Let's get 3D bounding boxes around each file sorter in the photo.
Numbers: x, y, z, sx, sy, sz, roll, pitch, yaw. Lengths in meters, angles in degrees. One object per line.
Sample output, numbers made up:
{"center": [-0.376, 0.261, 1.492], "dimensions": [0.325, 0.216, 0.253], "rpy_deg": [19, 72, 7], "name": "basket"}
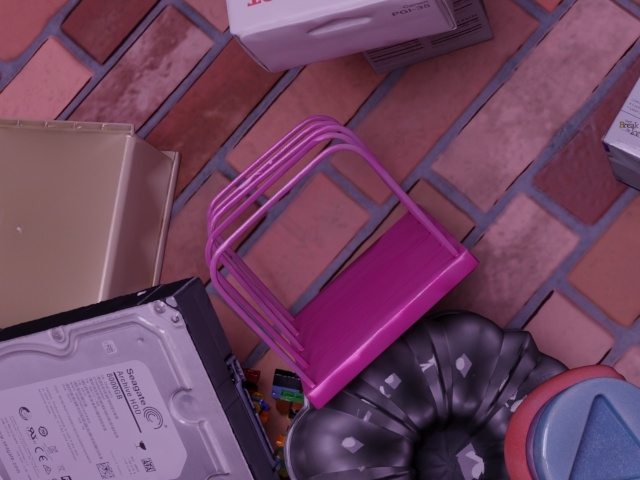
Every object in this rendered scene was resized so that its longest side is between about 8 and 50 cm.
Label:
{"center": [0.000, 0.000, 1.395], "dimensions": [0.202, 0.291, 0.182], "rpy_deg": [-42, 101, 3], "name": "file sorter"}

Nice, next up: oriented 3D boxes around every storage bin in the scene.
{"center": [-0.323, 0.001, 1.613], "dimensions": [0.260, 0.123, 0.262], "rpy_deg": [4, 78, 19], "name": "storage bin"}

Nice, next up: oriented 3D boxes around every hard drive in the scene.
{"center": [-0.227, 0.186, 1.460], "dimensions": [0.339, 0.064, 0.237], "rpy_deg": [-15, 105, 30], "name": "hard drive"}

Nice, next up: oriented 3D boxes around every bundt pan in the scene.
{"center": [0.128, 0.218, 1.360], "dimensions": [0.331, 0.124, 0.331], "rpy_deg": [1, 78, -3], "name": "bundt pan"}

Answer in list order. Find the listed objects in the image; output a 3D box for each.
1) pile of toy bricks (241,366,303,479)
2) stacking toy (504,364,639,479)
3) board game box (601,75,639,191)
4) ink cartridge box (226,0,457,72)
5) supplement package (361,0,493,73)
{"center": [-0.021, 0.215, 1.488], "dimensions": [0.212, 0.118, 0.105], "rpy_deg": [12, 108, 3], "name": "pile of toy bricks"}
{"center": [0.332, 0.249, 1.261], "dimensions": [0.279, 0.130, 0.309], "rpy_deg": [-17, 85, -19], "name": "stacking toy"}
{"center": [0.422, -0.168, 1.415], "dimensions": [0.144, 0.142, 0.275], "rpy_deg": [30, 86, 22], "name": "board game box"}
{"center": [0.007, -0.330, 1.379], "dimensions": [0.207, 0.117, 0.283], "rpy_deg": [-12, 73, 14], "name": "ink cartridge box"}
{"center": [0.082, -0.322, 1.527], "dimensions": [0.149, 0.203, 0.194], "rpy_deg": [-17, 71, 12], "name": "supplement package"}
